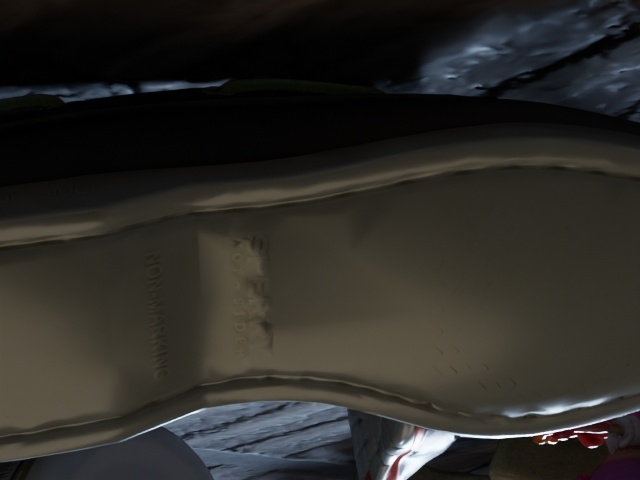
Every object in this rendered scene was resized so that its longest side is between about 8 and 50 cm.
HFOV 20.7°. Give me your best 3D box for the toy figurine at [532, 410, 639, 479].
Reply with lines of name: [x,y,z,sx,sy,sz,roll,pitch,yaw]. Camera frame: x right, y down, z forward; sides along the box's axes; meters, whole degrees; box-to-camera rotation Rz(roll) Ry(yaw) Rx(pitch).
toy figurine: [0.137,0.069,0.718,0.173,0.159,0.130,-13,161,26]

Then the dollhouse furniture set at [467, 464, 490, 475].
dollhouse furniture set: [0.204,0.211,1.240,0.129,0.129,0.183,4,162,-26]

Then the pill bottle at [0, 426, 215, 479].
pill bottle: [-0.190,0.203,1.065,0.153,0.153,0.264,12,157,-43]

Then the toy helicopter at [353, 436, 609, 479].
toy helicopter: [0.164,0.185,1.106,0.355,0.140,0.235,0,147,48]

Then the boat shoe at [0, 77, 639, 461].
boat shoe: [0.000,0.000,0.568,0.324,0.097,0.116,-5,122,-13]

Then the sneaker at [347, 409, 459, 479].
sneaker: [0.056,0.107,0.989,0.065,0.061,0.158,-8,164,-13]
